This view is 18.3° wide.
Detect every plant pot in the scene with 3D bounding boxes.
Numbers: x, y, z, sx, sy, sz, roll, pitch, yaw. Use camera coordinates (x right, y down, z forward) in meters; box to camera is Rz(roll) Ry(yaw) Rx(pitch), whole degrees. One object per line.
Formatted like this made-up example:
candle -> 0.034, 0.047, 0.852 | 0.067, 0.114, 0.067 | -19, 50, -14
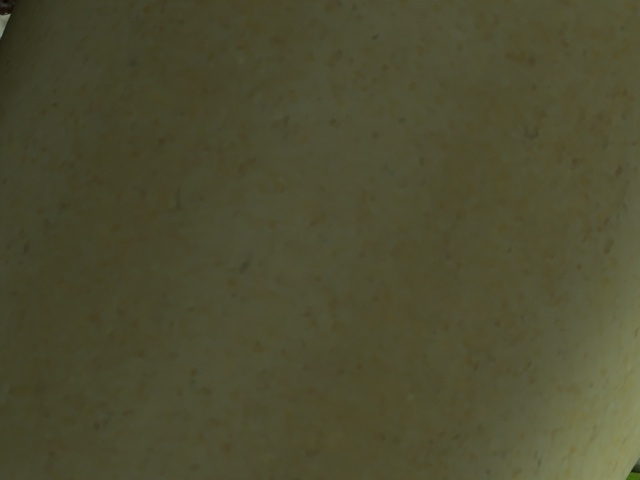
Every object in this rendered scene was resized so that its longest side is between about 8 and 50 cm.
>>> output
plant pot -> 0.000, 0.000, 0.673 | 0.334, 0.305, 0.334 | 24, 160, 9

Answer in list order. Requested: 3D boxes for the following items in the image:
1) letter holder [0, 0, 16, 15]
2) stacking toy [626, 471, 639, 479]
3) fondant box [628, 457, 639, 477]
letter holder -> -0.262, -0.148, 0.724 | 0.302, 0.214, 0.152 | 37, 141, -28
stacking toy -> 0.226, 0.237, 0.986 | 0.279, 0.130, 0.309 | 2, 144, 17
fondant box -> 0.173, 0.102, 1.014 | 0.238, 0.096, 0.330 | 5, 146, 16
